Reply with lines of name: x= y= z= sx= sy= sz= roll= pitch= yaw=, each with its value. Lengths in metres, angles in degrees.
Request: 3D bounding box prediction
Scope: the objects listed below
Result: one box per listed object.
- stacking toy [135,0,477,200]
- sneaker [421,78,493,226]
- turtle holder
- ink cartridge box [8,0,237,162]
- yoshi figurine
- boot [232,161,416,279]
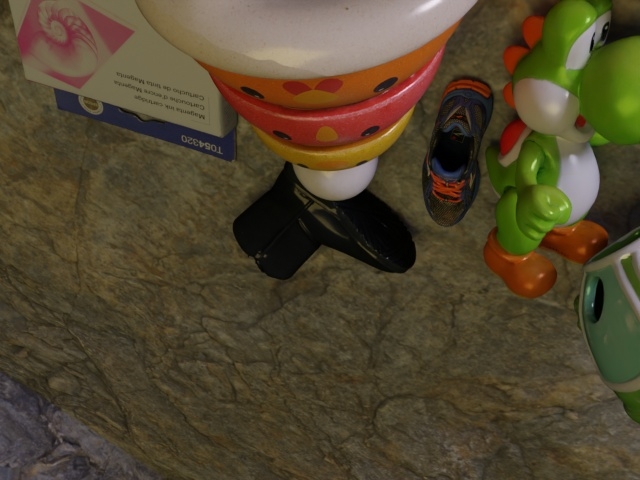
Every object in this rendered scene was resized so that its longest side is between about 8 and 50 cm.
stacking toy: x=0.016 y=-0.195 z=0.867 sx=0.351 sy=0.350 sz=0.480 roll=14 pitch=154 yaw=15
sneaker: x=0.167 y=-0.099 z=0.984 sx=0.083 sy=0.087 sz=0.221 roll=14 pitch=136 yaw=16
turtle holder: x=0.431 y=0.087 z=0.901 sx=0.243 sy=0.320 sz=0.227 roll=-37 pitch=83 yaw=18
ink cartridge box: x=-0.276 y=-0.261 z=1.069 sx=0.324 sy=0.071 sz=0.330 roll=17 pitch=136 yaw=11
yoshi figurine: x=0.303 y=-0.093 z=0.859 sx=0.203 sy=0.203 sz=0.362 roll=1 pitch=132 yaw=5
boot: x=0.000 y=0.000 z=1.162 sx=0.246 sy=0.094 sz=0.207 roll=40 pitch=134 yaw=-3
